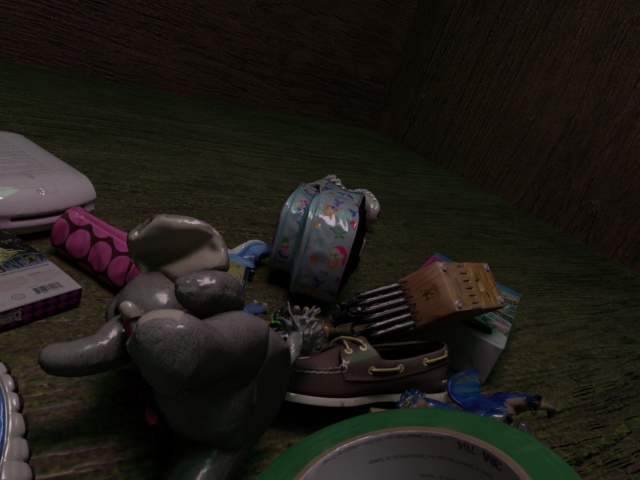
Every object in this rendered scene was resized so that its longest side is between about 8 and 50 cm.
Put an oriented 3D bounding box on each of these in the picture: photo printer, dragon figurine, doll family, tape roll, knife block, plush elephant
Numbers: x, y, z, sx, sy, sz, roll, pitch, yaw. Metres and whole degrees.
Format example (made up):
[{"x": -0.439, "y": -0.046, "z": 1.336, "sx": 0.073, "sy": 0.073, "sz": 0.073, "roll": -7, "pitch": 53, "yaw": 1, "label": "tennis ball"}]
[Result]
[{"x": -0.615, "y": -0.110, "z": 0.949, "sx": 0.308, "sy": 0.107, "sz": 0.256, "roll": 29, "pitch": 25, "yaw": 22, "label": "photo printer"}, {"x": 0.223, "y": 0.237, "z": 0.696, "sx": 0.289, "sy": 0.085, "sz": 0.144, "roll": -5, "pitch": 13, "yaw": -44, "label": "dragon figurine"}, {"x": -0.084, "y": 0.140, "z": 0.808, "sx": 0.193, "sy": 0.075, "sz": 0.111, "roll": -2, "pitch": 9, "yaw": 29, "label": "doll family"}, {"x": 0.080, "y": 0.272, "z": 0.453, "sx": 0.322, "sy": 0.077, "sz": 0.321, "roll": -10, "pitch": 11, "yaw": 2, "label": "tape roll"}, {"x": 0.163, "y": 0.124, "z": 0.892, "sx": 0.276, "sy": 0.242, "sz": 0.088, "roll": 3, "pitch": 63, "yaw": -47, "label": "knife block"}, {"x": -0.174, "y": 0.124, "z": 0.563, "sx": 0.256, "sy": 0.271, "sz": 0.330, "roll": 17, "pitch": 23, "yaw": 21, "label": "plush elephant"}]

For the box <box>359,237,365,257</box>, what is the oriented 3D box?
[{"x": 0.017, "y": -0.037, "z": 1.295, "sx": 0.169, "sy": 0.087, "sz": 0.290, "roll": 16, "pitch": 22, "yaw": -8, "label": "box"}]

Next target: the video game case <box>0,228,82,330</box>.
[{"x": -0.513, "y": 0.063, "z": 0.713, "sx": 0.210, "sy": 0.041, "sz": 0.232, "roll": 29, "pitch": 25, "yaw": 22, "label": "video game case"}]

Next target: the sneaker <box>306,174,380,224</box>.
[{"x": 0.062, "y": -0.118, "z": 1.515, "sx": 0.118, "sy": 0.109, "sz": 0.292, "roll": -10, "pitch": 27, "yaw": -37, "label": "sneaker"}]

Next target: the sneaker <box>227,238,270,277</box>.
[{"x": -0.157, "y": 0.050, "z": 1.020, "sx": 0.073, "sy": 0.063, "sz": 0.162, "roll": 45, "pitch": 34, "yaw": 15, "label": "sneaker"}]

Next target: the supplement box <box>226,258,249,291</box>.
[{"x": -0.183, "y": 0.073, "z": 0.905, "sx": 0.083, "sy": 0.056, "sz": 0.083, "roll": 27, "pitch": 21, "yaw": -13, "label": "supplement box"}]

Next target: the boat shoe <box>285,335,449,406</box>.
[{"x": 0.060, "y": 0.191, "z": 0.745, "sx": 0.325, "sy": 0.096, "sz": 0.117, "roll": 9, "pitch": -1, "yaw": -25, "label": "boat shoe"}]

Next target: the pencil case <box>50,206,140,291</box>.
[{"x": -0.373, "y": 0.012, "z": 0.862, "sx": 0.210, "sy": 0.098, "sz": 0.095, "roll": 24, "pitch": 40, "yaw": 18, "label": "pencil case"}]

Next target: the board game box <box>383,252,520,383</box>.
[{"x": 0.289, "y": 0.150, "z": 1.064, "sx": 0.224, "sy": 0.097, "sz": 0.303, "roll": 28, "pitch": 24, "yaw": 19, "label": "board game box"}]

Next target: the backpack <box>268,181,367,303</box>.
[{"x": 0.000, "y": 0.000, "z": 1.016, "sx": 0.191, "sy": 0.225, "sz": 0.253, "roll": 15, "pitch": 20, "yaw": -5, "label": "backpack"}]

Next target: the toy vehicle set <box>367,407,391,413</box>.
[{"x": 0.204, "y": 0.318, "z": 0.685, "sx": 0.267, "sy": 0.035, "sz": 0.166, "roll": 12, "pitch": 23, "yaw": -15, "label": "toy vehicle set"}]

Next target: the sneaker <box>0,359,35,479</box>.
[{"x": -0.326, "y": 0.210, "z": 0.408, "sx": 0.147, "sy": 0.129, "sz": 0.330, "roll": -1, "pitch": 29, "yaw": -44, "label": "sneaker"}]
